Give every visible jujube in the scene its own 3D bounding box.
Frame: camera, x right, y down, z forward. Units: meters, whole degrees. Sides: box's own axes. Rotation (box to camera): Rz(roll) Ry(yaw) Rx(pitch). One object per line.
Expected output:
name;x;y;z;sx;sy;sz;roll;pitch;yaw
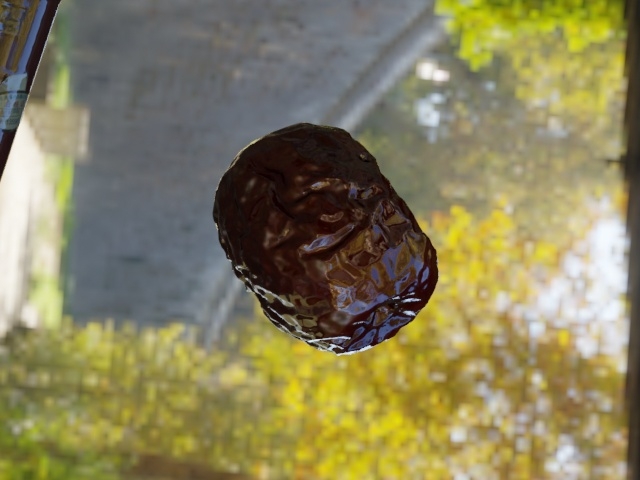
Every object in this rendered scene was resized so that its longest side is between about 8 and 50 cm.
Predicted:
jujube;0.000;0.000;1.995;0.232;0.213;0.213;57;-23;22

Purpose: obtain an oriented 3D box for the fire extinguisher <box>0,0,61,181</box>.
fire extinguisher;-0.273;-0.169;1.593;0.138;0.102;0.344;25;-84;59
